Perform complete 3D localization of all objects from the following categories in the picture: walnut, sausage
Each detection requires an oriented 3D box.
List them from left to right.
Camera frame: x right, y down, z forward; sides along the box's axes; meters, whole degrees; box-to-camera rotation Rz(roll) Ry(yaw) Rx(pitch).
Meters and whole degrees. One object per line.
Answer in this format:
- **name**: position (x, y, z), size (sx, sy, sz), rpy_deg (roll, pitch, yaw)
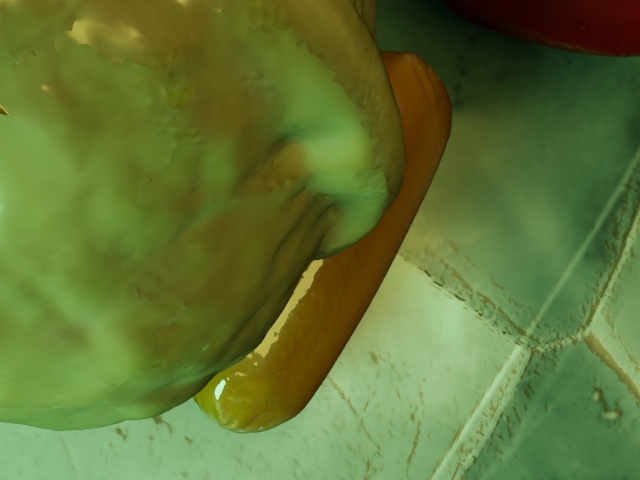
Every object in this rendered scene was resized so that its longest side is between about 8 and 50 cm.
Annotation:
- **walnut**: position (-0.127, -0.093, 0.510), size (0.381, 0.381, 0.381), rpy_deg (0, 91, -12)
- **sausage**: position (0.000, 0.000, 0.684), size (0.105, 0.105, 0.274), rpy_deg (30, 86, -10)

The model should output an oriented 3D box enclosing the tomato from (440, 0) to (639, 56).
- **tomato**: position (0.170, -0.275, 0.613), size (0.289, 0.293, 0.325), rpy_deg (-24, 114, -6)
